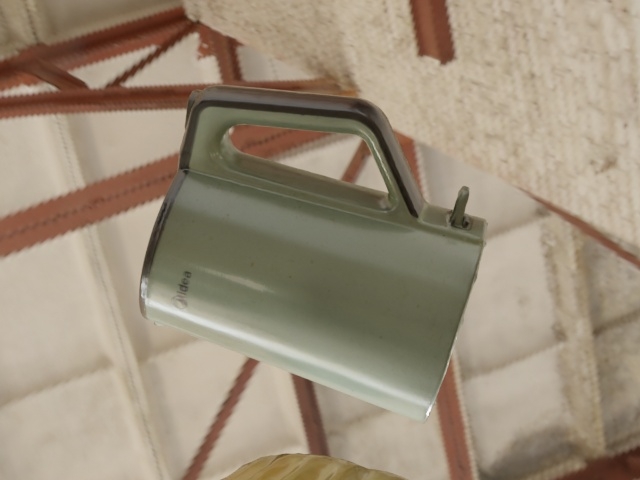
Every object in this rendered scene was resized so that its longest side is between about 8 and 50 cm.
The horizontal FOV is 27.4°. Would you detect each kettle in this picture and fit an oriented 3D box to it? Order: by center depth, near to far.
[{"bbox_3d":[0.000,0.000,1.559,0.376,0.250,0.361,17,-59,6],"label":"kettle"}]

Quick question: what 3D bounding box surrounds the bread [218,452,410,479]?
[{"bbox_3d":[0.036,0.264,0.468,0.183,0.389,0.236,-29,-15,-40],"label":"bread"}]
